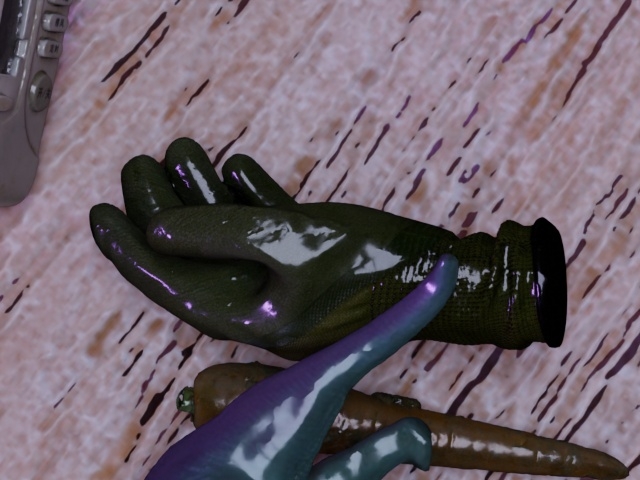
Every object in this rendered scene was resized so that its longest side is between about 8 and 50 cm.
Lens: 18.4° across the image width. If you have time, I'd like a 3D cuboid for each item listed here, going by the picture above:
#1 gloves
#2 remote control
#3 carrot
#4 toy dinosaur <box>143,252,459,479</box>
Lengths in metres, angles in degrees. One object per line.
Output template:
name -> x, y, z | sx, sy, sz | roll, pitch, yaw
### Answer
gloves -> 0.001, 0.014, 1.065 | 0.268, 0.135, 0.107 | 14, 82, 17
remote control -> -0.173, -0.133, 1.082 | 0.049, 0.090, 0.230 | 15, 96, 22
carrot -> 0.046, 0.106, 1.096 | 0.254, 0.049, 0.049 | 11, 84, -2
toy dinosaur -> -0.106, 0.181, 1.028 | 0.331, 0.129, 0.383 | 3, 105, 0
